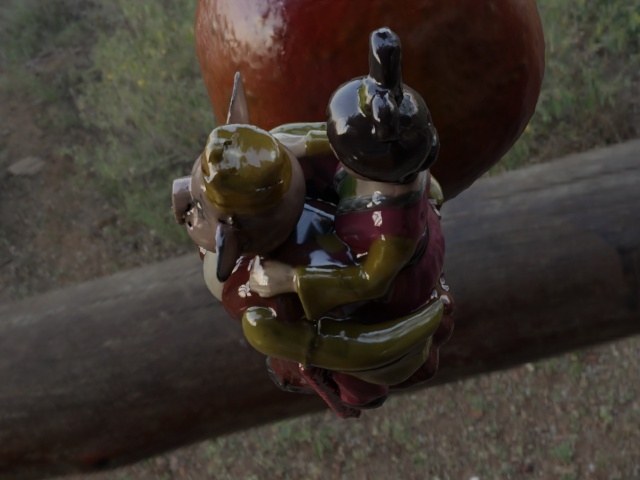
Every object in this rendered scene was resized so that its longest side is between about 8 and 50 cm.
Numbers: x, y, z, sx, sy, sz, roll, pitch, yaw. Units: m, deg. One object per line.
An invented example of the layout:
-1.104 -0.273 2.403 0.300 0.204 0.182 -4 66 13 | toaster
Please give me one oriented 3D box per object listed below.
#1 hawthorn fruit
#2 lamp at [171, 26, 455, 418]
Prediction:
0.040 -0.180 0.844 0.287 0.330 0.287 -4 53 5 | hawthorn fruit
0.000 0.000 0.449 0.118 0.253 0.118 -4 69 9 | lamp
